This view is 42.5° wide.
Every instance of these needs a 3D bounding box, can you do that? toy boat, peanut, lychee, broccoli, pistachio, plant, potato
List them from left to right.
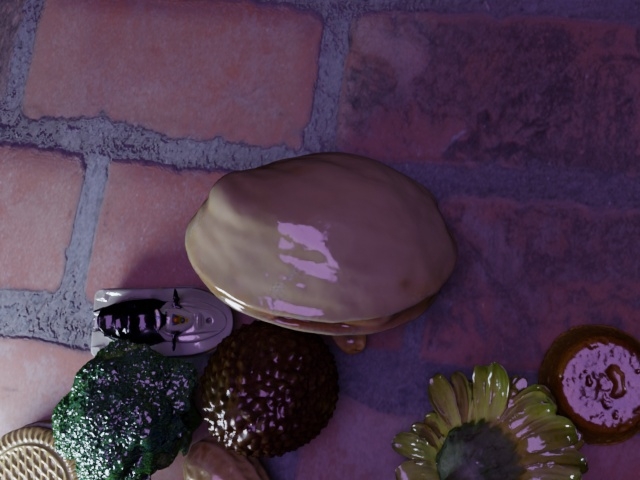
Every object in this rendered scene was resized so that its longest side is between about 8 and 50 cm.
[{"bbox_3d":[-0.322,0.307,1.416,0.294,0.245,0.265,-30,56,9],"label":"broccoli"},{"bbox_3d":[-0.300,0.146,1.492,0.269,0.141,0.140,-4,80,25],"label":"toy boat"},{"bbox_3d":[-0.120,0.477,1.396,0.153,0.140,0.325,-38,79,22],"label":"peanut"},{"bbox_3d":[-0.088,0.251,1.371,0.236,0.271,0.236,5,109,16],"label":"lychee"},{"bbox_3d":[0.000,0.000,1.371,0.445,0.281,0.365,6,46,-3],"label":"pistachio"},{"bbox_3d":[0.049,0.158,1.450,0.068,0.062,0.083,-41,42,30],"label":"potato"},{"bbox_3d":[0.265,0.361,1.273,0.261,0.297,0.306,39,111,-10],"label":"plant"}]

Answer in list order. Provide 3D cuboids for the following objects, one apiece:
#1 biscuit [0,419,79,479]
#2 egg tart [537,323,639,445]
[{"bbox_3d":[-0.516,0.457,1.509,0.259,0.079,0.259,-2,81,11],"label":"biscuit"},{"bbox_3d":[0.452,0.229,1.310,0.203,0.147,0.202,-2,80,9],"label":"egg tart"}]
